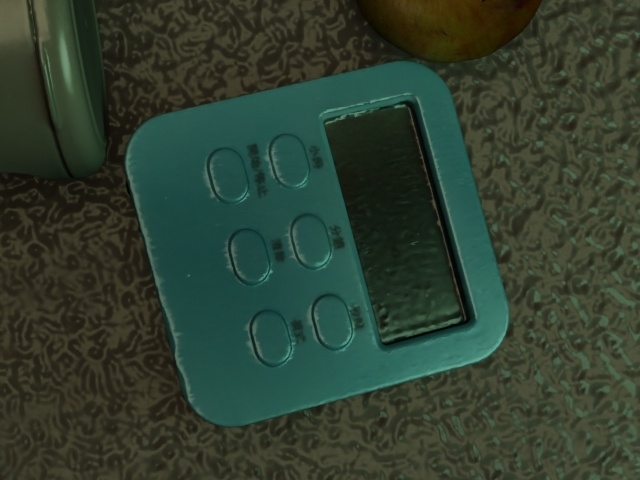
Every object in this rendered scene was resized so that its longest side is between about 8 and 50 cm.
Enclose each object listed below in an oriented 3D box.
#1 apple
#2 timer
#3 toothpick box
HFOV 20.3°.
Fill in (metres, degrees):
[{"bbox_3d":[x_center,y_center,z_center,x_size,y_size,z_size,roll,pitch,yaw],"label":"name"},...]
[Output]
[{"bbox_3d":[0.095,-0.198,1.271,0.146,0.146,0.146,0,86,-2],"label":"apple"},{"bbox_3d":[0.000,0.000,1.277,0.250,0.091,0.232,-16,87,-7],"label":"timer"},{"bbox_3d":[-0.314,-0.137,1.207,0.316,0.229,0.229,-7,87,-2],"label":"toothpick box"}]
